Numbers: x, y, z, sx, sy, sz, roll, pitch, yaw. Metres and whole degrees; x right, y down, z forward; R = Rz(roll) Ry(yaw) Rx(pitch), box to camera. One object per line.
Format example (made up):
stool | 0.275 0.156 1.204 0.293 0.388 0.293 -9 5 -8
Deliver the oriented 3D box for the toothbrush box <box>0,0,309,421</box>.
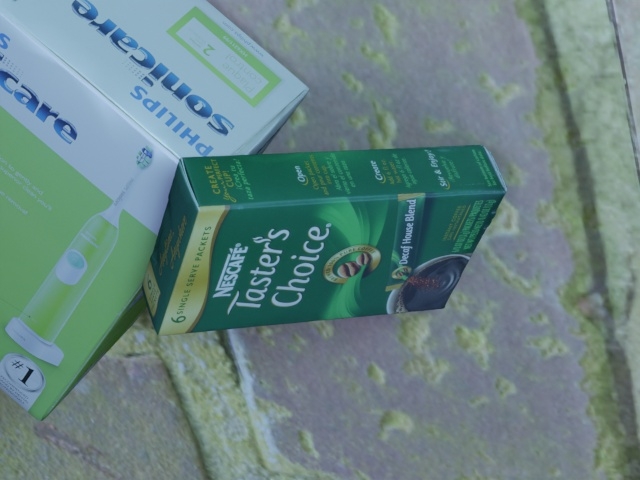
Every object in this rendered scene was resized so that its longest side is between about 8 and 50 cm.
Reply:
toothbrush box | -0.171 -0.050 1.063 0.206 0.122 0.283 40 137 1

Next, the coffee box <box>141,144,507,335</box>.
coffee box | 0.000 0.000 0.955 0.113 0.184 0.040 114 144 -45
